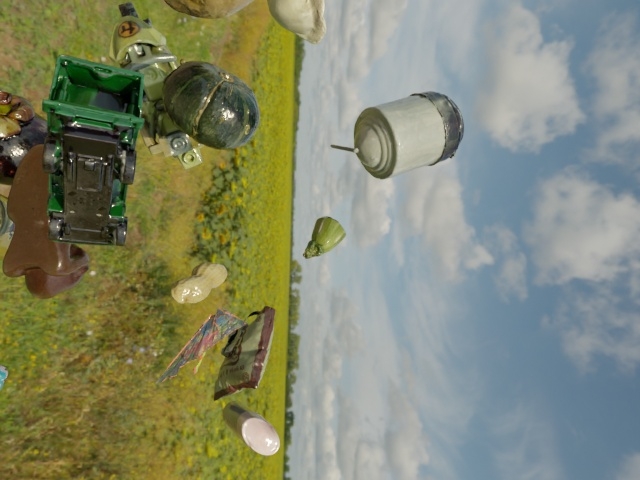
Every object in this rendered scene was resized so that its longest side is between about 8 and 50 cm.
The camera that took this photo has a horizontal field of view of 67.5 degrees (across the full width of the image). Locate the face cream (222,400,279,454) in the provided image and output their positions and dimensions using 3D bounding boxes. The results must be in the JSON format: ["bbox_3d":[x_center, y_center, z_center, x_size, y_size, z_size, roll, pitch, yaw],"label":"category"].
[{"bbox_3d":[-0.181,0.462,1.193,0.073,0.107,0.269,-49,-171,-21],"label":"face cream"}]

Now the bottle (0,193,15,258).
[{"bbox_3d":[-0.863,-0.034,1.301,0.351,0.172,0.171,131,-40,-80],"label":"bottle"}]

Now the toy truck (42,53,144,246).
[{"bbox_3d":[-0.182,-0.057,0.380,0.147,0.065,0.079,125,-37,-46],"label":"toy truck"}]

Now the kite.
[{"bbox_3d":[-0.206,0.189,0.903,0.241,0.014,0.183,-28,150,-57],"label":"kite"}]

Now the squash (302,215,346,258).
[{"bbox_3d":[0.005,0.007,1.443,0.105,0.105,0.132,96,20,-52],"label":"squash"}]

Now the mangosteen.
[{"bbox_3d":[-0.940,-0.309,1.456,0.287,0.233,0.287,-47,-167,14],"label":"mangosteen"}]

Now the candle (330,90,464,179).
[{"bbox_3d":[0.230,-0.297,1.383,0.221,0.343,0.221,45,-33,40],"label":"candle"}]

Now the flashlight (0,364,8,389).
[{"bbox_3d":[-0.904,0.391,1.326,0.129,0.051,0.051,-51,-155,31],"label":"flashlight"}]

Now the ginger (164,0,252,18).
[{"bbox_3d":[-0.192,-0.471,0.844,0.138,0.267,0.152,85,12,-47],"label":"ginger"}]

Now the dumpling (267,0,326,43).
[{"bbox_3d":[-0.068,-0.629,1.259,0.124,0.229,0.151,-45,168,-28],"label":"dumpling"}]

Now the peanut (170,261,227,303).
[{"bbox_3d":[-0.324,0.114,1.278,0.187,0.082,0.082,-45,146,-52],"label":"peanut"}]

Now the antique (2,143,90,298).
[{"bbox_3d":[-0.461,-0.025,0.845,0.143,0.121,0.256,45,46,-79],"label":"antique"}]

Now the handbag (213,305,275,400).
[{"bbox_3d":[-0.210,0.318,1.327,0.213,0.127,0.235,-38,-148,44],"label":"handbag"}]

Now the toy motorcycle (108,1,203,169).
[{"bbox_3d":[-0.383,-0.363,1.155,0.237,0.169,0.410,-118,-174,-67],"label":"toy motorcycle"}]

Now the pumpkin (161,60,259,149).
[{"bbox_3d":[-0.209,-0.257,0.924,0.146,0.190,0.190,-37,-149,23],"label":"pumpkin"}]
